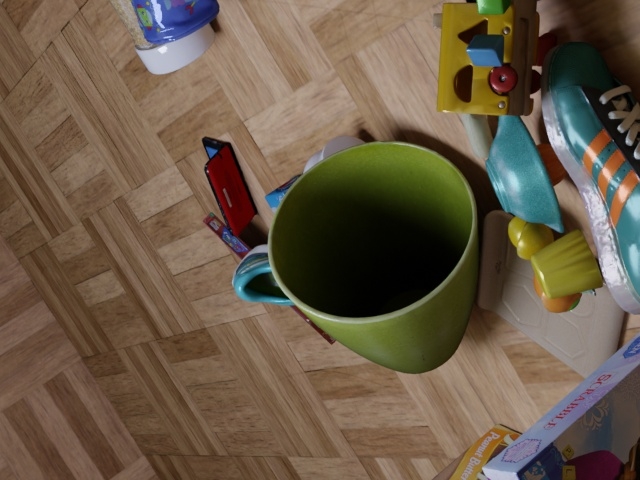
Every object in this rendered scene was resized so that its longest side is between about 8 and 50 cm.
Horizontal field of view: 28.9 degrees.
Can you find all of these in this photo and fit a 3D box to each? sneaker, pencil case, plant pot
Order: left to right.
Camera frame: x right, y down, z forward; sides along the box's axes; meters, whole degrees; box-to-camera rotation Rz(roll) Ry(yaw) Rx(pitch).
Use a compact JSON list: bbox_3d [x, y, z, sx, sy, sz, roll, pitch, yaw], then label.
[{"bbox_3d":[-0.237,-0.433,1.740,0.119,0.133,0.306,11,127,48],"label":"pencil case"},{"bbox_3d":[0.002,0.069,1.881,0.275,0.110,0.107,0,108,9],"label":"sneaker"},{"bbox_3d":[0.101,0.061,1.699,0.275,0.275,0.293,36,164,33],"label":"plant pot"},{"bbox_3d":[0.332,-0.076,1.294,0.121,0.108,0.302,-21,91,48],"label":"sneaker"}]

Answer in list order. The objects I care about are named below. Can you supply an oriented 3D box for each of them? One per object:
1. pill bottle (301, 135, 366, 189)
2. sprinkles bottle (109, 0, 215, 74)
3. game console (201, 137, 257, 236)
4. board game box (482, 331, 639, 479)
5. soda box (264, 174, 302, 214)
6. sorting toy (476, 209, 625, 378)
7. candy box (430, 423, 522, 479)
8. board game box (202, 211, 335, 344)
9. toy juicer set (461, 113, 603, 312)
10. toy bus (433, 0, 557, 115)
[{"bbox_3d":[0.020,-0.070,1.814,0.108,0.108,0.193,49,153,13],"label":"pill bottle"},{"bbox_3d":[-0.291,-0.423,1.854,0.121,0.121,0.355,16,142,52],"label":"sprinkles bottle"},{"bbox_3d":[-0.175,-0.092,2.143,0.085,0.124,0.144,-5,120,30],"label":"game console"},{"bbox_3d":[0.377,0.299,1.415,0.066,0.318,0.318,-8,114,60],"label":"board game box"},{"bbox_3d":[0.000,0.000,1.967,0.067,0.071,0.210,-9,113,61],"label":"soda box"},{"bbox_3d":[0.298,0.070,1.604,0.208,0.038,0.193,33,146,29],"label":"sorting toy"},{"bbox_3d":[0.224,0.410,1.791,0.183,0.316,0.087,19,135,50],"label":"candy box"},{"bbox_3d":[-0.085,0.067,2.170,0.281,0.027,0.145,42,178,24],"label":"board game box"},{"bbox_3d":[0.247,-0.068,1.454,0.209,0.090,0.328,56,-168,-69],"label":"toy juicer set"},{"bbox_3d":[0.172,-0.222,1.297,0.104,0.202,0.191,6,142,26],"label":"toy bus"}]
